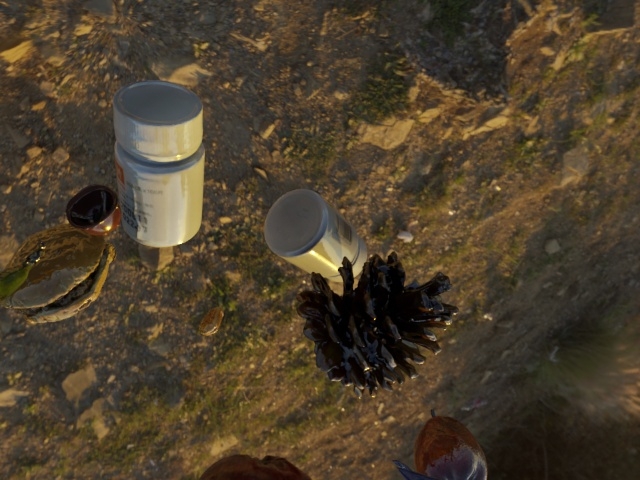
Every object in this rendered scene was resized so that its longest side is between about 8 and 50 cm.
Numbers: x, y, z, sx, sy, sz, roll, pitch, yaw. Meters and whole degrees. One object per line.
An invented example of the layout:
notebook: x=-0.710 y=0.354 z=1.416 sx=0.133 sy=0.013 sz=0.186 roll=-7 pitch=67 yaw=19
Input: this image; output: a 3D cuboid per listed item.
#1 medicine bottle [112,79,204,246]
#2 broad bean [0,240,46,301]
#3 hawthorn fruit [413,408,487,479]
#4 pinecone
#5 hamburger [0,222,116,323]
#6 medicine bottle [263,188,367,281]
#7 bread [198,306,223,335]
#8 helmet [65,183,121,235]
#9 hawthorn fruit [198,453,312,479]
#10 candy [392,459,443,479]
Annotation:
medicine bottle: x=-0.392 y=-0.178 z=1.231 sx=0.211 sy=0.211 sz=0.371 roll=-5 pitch=136 yaw=-20
broad bean: x=-0.510 y=0.046 z=0.775 sx=0.049 sy=0.292 sz=0.144 roll=35 pitch=76 yaw=-8
hawthorn fruit: x=0.388 y=0.647 z=1.544 sx=0.224 sy=0.261 sz=0.224 roll=-3 pitch=131 yaw=-3
pinecone: x=0.153 y=0.177 z=1.225 sx=0.384 sy=0.384 sz=0.384 roll=-8 pitch=116 yaw=-18
hamburger: x=-0.664 y=0.069 z=1.271 sx=0.260 sy=0.283 sz=0.144 roll=-20 pitch=124 yaw=3
medicine bottle: x=0.000 y=0.000 z=1.527 sx=0.208 sy=0.208 sz=0.340 roll=-48 pitch=147 yaw=4
bread: x=-0.376 y=0.278 z=1.725 sx=0.083 sy=0.110 sz=0.044 roll=-27 pitch=118 yaw=27
helmet: x=-0.381 y=-0.043 z=0.868 sx=0.089 sy=0.111 sz=0.057 roll=-42 pitch=142 yaw=-14
hawthorn fruit: x=-0.139 y=0.571 z=1.000 sx=0.275 sy=0.299 sz=0.275 roll=5 pitch=137 yaw=5
candy: x=0.256 y=0.441 z=0.777 sx=0.187 sy=0.331 sz=0.077 roll=40 pitch=70 yaw=-14
